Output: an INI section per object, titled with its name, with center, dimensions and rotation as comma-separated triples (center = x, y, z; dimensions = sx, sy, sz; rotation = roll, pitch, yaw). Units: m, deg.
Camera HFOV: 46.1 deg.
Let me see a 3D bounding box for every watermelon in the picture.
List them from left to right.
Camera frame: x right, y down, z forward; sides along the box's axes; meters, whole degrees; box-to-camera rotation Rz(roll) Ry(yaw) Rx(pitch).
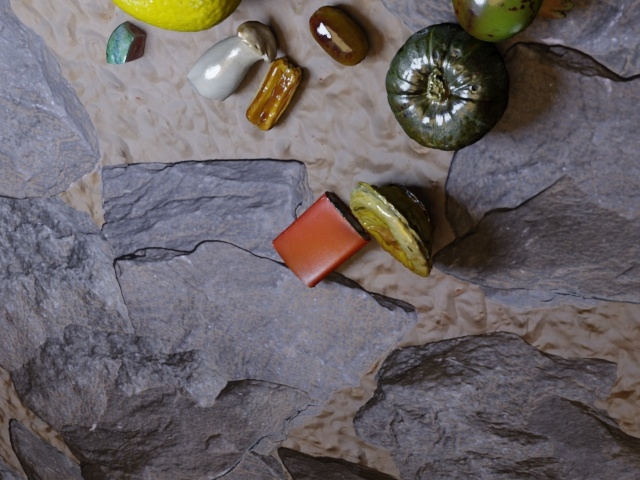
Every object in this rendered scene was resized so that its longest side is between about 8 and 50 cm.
[watermelon]
center = -0.392, -0.391, 1.525
dimensions = 0.072, 0.092, 0.084
rotation = 4, 144, -29

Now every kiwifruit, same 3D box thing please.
[kiwifruit]
center = 0.035, -0.373, 1.372
dimensions = 0.124, 0.075, 0.075
rotation = 41, 126, -5

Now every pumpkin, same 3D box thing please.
[pumpkin]
center = 0.221, -0.266, 1.318
dimensions = 0.223, 0.157, 0.224
rotation = 10, 115, 22

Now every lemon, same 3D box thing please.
[lemon]
center = -0.264, -0.491, 1.299
dimensions = 0.310, 0.253, 0.253
rotation = 18, 126, 10

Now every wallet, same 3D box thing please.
[wallet]
center = 0.000, 0.000, 1.641
dimensions = 0.142, 0.045, 0.204
rotation = 48, 126, -1

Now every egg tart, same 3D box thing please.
[egg tart]
center = 0.153, -0.034, 1.497
dimensions = 0.106, 0.241, 0.241
rotation = -42, 104, -7

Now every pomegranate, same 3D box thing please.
[pomegranate]
center = 0.307, -0.400, 1.212
dimensions = 0.205, 0.159, 0.159
rotation = 7, 128, -15

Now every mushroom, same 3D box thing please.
[mushroom]
center = -0.176, -0.342, 1.460
dimensions = 0.212, 0.088, 0.097
rotation = -28, 98, 30

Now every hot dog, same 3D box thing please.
[hot dog]
center = -0.094, -0.286, 1.493
dimensions = 0.071, 0.045, 0.165
rotation = 33, 127, -4
